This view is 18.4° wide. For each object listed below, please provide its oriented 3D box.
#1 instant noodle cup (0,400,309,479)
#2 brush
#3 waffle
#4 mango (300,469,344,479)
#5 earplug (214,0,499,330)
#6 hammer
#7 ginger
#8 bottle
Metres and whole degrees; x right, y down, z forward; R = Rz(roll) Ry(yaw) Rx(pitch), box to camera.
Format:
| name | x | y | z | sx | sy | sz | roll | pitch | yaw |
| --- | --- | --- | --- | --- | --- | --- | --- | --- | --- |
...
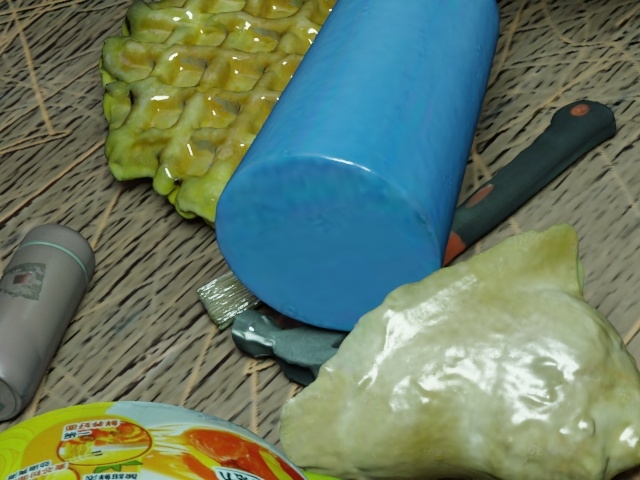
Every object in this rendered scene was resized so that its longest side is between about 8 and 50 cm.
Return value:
| name | x | y | z | sx | sy | sz | roll | pitch | yaw |
| --- | --- | --- | --- | --- | --- | --- | --- | --- | --- |
| instant noodle cup | -0.084 | 0.205 | 0.860 | 0.264 | 0.264 | 0.200 | -13 | 30 | 5 |
| brush | 0.000 | 0.000 | 1.242 | 0.170 | 0.014 | 0.043 | -32 | 40 | -3 |
| waffle | -0.016 | -0.116 | 1.381 | 0.282 | 0.058 | 0.300 | -11 | 41 | 2 |
| mango | -0.051 | 0.163 | 1.017 | 0.163 | 0.089 | 0.117 | 4 | 38 | 23 |
| earplug | 0.040 | -0.083 | 1.202 | 0.132 | 0.132 | 0.273 | 0 | 40 | 21 |
| hammer | 0.081 | -0.003 | 1.223 | 0.111 | 0.033 | 0.288 | 23 | 52 | 41 |
| ginger | 0.082 | 0.097 | 1.040 | 0.193 | 0.115 | 0.122 | -27 | 48 | -7 |
| bottle | -0.186 | 0.049 | 1.242 | 0.053 | 0.053 | 0.140 | -1 | 39 | 19 |
